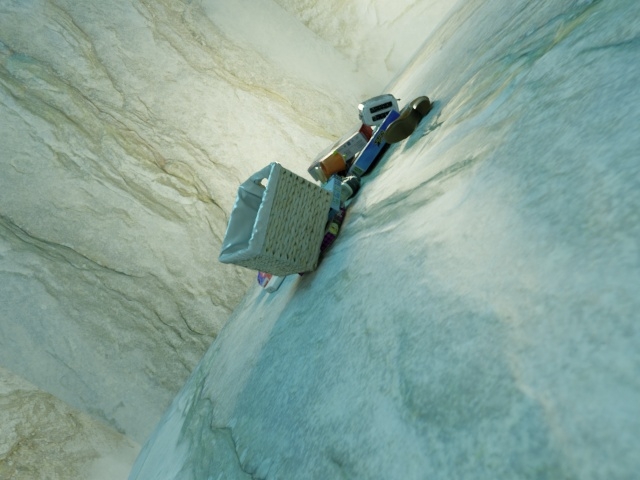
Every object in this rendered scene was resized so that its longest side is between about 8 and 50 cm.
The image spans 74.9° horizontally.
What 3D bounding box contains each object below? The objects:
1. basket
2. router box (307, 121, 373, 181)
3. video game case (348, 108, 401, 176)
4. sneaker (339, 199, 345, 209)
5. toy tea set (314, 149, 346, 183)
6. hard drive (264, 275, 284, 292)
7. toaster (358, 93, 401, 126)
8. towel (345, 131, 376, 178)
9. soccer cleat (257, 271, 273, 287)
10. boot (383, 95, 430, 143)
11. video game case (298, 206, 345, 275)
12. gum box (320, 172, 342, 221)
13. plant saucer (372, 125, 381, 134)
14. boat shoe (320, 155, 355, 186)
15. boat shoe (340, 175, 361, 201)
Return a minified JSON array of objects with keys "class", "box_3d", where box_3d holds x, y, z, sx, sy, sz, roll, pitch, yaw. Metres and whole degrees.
[{"class":"basket","box_3d":[-0.164,-0.051,1.506,0.328,0.267,0.330,-17,56,57]},{"class":"router box","box_3d":[0.108,-0.474,2.187,0.336,0.082,0.301,-33,16,24]},{"class":"video game case","box_3d":[0.228,-0.399,1.766,0.269,0.061,0.244,-55,3,1]},{"class":"sneaker","box_3d":[-0.009,-0.073,1.736,0.281,0.115,0.105,-34,45,17]},{"class":"toy tea set","box_3d":[0.076,-0.306,2.003,0.124,0.199,0.336,-31,2,-11]},{"class":"hard drive","box_3d":[-0.171,0.120,2.104,0.307,0.040,0.203,-58,8,-20]},{"class":"toaster","box_3d":[0.297,-0.637,2.043,0.227,0.128,0.146,-15,22,9]},{"class":"towel","box_3d":[0.213,-0.424,2.111,0.237,0.037,0.329,-52,8,26]},{"class":"soccer cleat","box_3d":[-0.337,0.212,2.483,0.116,0.109,0.318,-60,11,-9]},{"class":"boot","box_3d":[0.304,-0.425,1.467,0.197,0.073,0.152,-39,15,21]},{"class":"video game case","box_3d":[0.000,0.000,1.587,0.232,0.042,0.210,-50,9,32]},{"class":"gum box","box_3d":[0.017,-0.145,1.602,0.157,0.041,0.184,-41,32,43]},{"class":"plant saucer","box_3d":[0.313,-0.624,2.392,0.119,0.021,0.119,-53,9,12]},{"class":"boat shoe","box_3d":[0.117,-0.399,2.335,0.301,0.108,0.102,-50,23,-21]},{"class":"boat shoe","box_3d":[0.106,-0.221,1.766,0.079,0.084,0.233,-48,9,-12]}]
